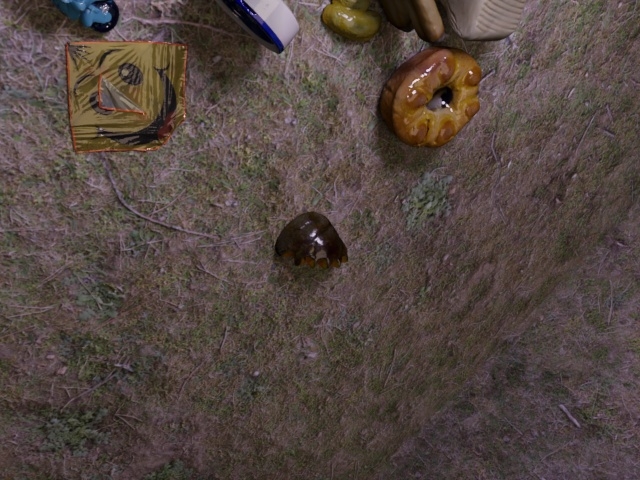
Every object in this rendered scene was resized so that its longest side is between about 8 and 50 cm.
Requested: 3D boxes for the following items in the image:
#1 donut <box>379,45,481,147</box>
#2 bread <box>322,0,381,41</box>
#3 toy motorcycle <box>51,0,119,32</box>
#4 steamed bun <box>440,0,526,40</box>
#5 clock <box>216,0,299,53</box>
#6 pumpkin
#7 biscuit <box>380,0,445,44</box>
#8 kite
[{"bbox_3d":[0.337,-0.435,1.701,0.317,0.150,0.299,-8,124,-27],"label":"donut"},{"bbox_3d":[0.104,-0.612,1.497,0.188,0.065,0.149,11,108,-35],"label":"bread"},{"bbox_3d":[-0.476,-0.564,1.136,0.182,0.124,0.272,-16,132,-50],"label":"toy motorcycle"},{"bbox_3d":[0.443,-0.749,1.507,0.247,0.236,0.383,-18,135,-34],"label":"steamed bun"},{"bbox_3d":[-0.154,-0.532,1.272,0.083,0.230,0.230,-49,132,5],"label":"clock"},{"bbox_3d":[0.000,0.000,1.796,0.254,0.130,0.149,-3,122,-29],"label":"pumpkin"},{"bbox_3d":[0.203,-0.642,1.422,0.062,0.237,0.290,-41,130,0],"label":"biscuit"},{"bbox_3d":[-0.469,-0.355,1.343,0.377,0.013,0.327,-45,132,3],"label":"kite"}]
